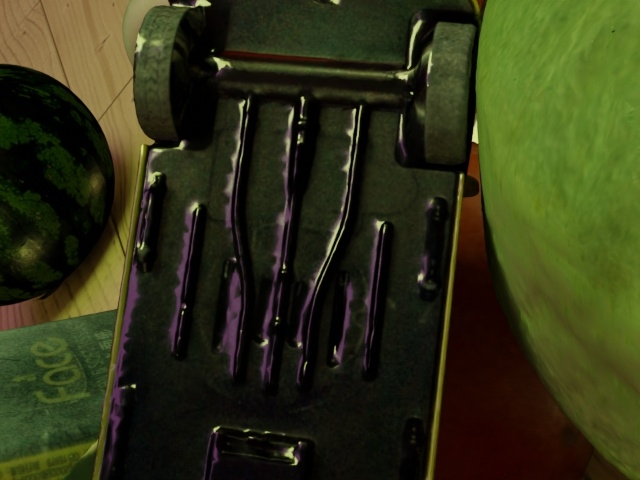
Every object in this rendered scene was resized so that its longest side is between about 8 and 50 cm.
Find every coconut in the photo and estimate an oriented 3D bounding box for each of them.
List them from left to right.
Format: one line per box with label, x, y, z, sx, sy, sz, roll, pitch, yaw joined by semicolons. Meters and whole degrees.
coconut;0.210;-0.037;0.515;0.328;0.328;0.281;-50;60;11

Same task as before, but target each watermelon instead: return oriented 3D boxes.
watermelon;-0.348;-0.063;1.400;0.269;0.269;0.269;-37;34;30

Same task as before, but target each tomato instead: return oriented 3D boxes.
tomato;-0.005;0.077;0.731;0.309;0.170;0.309;-1;89;55

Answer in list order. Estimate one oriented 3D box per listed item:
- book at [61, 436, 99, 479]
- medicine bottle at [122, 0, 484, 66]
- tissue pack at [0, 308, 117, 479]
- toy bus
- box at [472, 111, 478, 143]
book;-0.170;0.336;0.815;0.371;0.043;0.260;-46;63;18
medicine bottle;0.001;-0.205;1.011;0.252;0.252;0.241;-12;50;52
tissue pack;-0.172;0.126;0.960;0.185;0.257;0.081;-137;40;-60
toy bus;-0.013;0.051;0.561;0.145;0.151;0.331;5;80;10
box;0.136;-0.041;0.809;0.111;0.111;0.177;7;71;58
